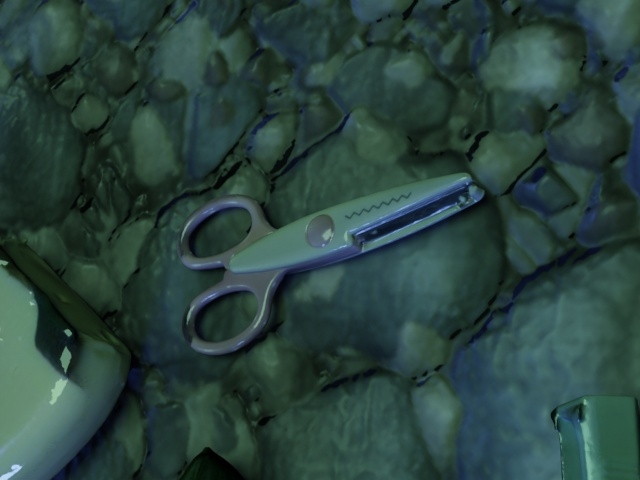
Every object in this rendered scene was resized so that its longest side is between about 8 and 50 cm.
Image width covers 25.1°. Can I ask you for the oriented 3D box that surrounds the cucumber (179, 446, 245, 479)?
[{"bbox_3d":[-0.056,0.151,0.680,0.048,0.048,0.105,3,72,32],"label":"cucumber"}]

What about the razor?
[{"bbox_3d":[0.113,0.198,0.561,0.111,0.056,0.277,140,140,-63],"label":"razor"}]

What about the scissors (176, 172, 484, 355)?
[{"bbox_3d":[0.000,0.000,0.706,0.176,0.022,0.085,-19,63,29],"label":"scissors"}]

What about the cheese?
[{"bbox_3d":[-0.208,0.125,0.776,0.127,0.054,0.251,41,99,33],"label":"cheese"}]
